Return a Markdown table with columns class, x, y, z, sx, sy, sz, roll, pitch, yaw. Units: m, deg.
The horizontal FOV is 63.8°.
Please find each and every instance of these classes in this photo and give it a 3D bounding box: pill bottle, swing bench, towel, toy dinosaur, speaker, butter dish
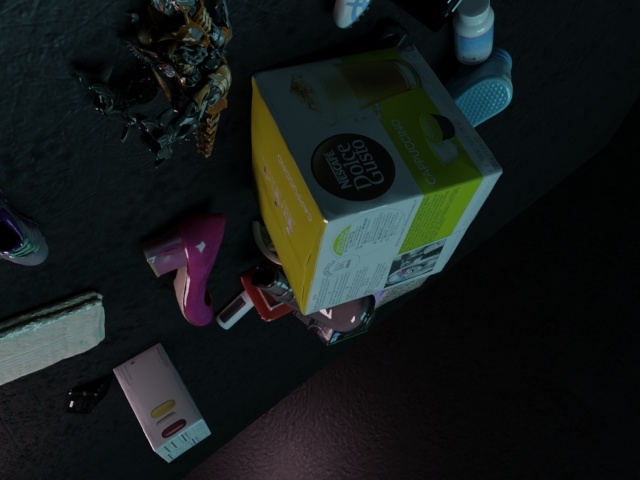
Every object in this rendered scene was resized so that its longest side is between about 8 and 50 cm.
| class | x | y | z | sx | sy | sz | roll | pitch | yaw |
| --- | --- | --- | --- | --- | --- | --- | --- | --- | --- |
| pill bottle | 0.337 | -0.468 | 1.135 | 0.087 | 0.087 | 0.160 | -40 | 158 | 3 |
| swing bench | 0.000 | 0.000 | 1.334 | 0.254 | 0.165 | 0.253 | -26 | 161 | 16 |
| towel | -0.588 | 0.205 | 1.060 | 0.282 | 0.049 | 0.187 | -20 | 150 | -35 |
| toy dinosaur | -0.192 | -0.225 | 0.732 | 0.218 | 0.164 | 0.322 | -48 | 140 | -22 |
| speaker | -0.250 | 0.206 | 1.560 | 0.136 | 0.055 | 0.055 | -42 | 157 | 9 |
| butter dish | -0.147 | 0.157 | 1.512 | 0.160 | 0.160 | 0.118 | -24 | 165 | -33 |

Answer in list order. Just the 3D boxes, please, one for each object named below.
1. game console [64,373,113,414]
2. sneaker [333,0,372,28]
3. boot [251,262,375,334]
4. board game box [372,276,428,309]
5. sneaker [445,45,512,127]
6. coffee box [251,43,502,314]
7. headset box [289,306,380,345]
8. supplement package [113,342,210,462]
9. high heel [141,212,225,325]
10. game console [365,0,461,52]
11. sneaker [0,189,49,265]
| class | x | y | z | sx | sy | sz | roll | pitch | yaw |
| --- | --- | --- | --- | --- | --- | --- | --- | --- | --- |
| game console | -0.645 | 0.426 | 1.434 | 0.107 | 0.071 | 0.122 | 12 | 132 | -24 |
| sneaker | 0.058 | -0.441 | 0.792 | 0.086 | 0.085 | 0.237 | 2 | 145 | -20 |
| boot | -0.036 | 0.139 | 1.303 | 0.222 | 0.338 | 0.118 | 31 | 69 | -28 |
| board game box | 0.172 | 0.026 | 1.554 | 0.232 | 0.291 | 0.141 | -20 | 151 | -39 |
| sneaker | 0.353 | -0.368 | 1.312 | 0.319 | 0.127 | 0.208 | -20 | -143 | 46 |
| coffee box | 0.069 | -0.113 | 1.000 | 0.334 | 0.338 | 0.338 | -16 | 152 | -18 |
| headset box | 0.010 | 0.174 | 1.623 | 0.246 | 0.283 | 0.131 | -5 | 125 | -55 |
| supplement package | -0.449 | 0.465 | 1.477 | 0.145 | 0.262 | 0.204 | -30 | 156 | -20 |
| high heel | -0.261 | 0.082 | 1.201 | 0.181 | 0.127 | 0.377 | -24 | 152 | -8 |
| game console | 0.141 | -0.409 | 1.012 | 0.213 | 0.044 | 0.361 | -1 | 136 | -54 |
| sneaker | -0.474 | 0.003 | 0.778 | 0.083 | 0.098 | 0.224 | -32 | 157 | -15 |
